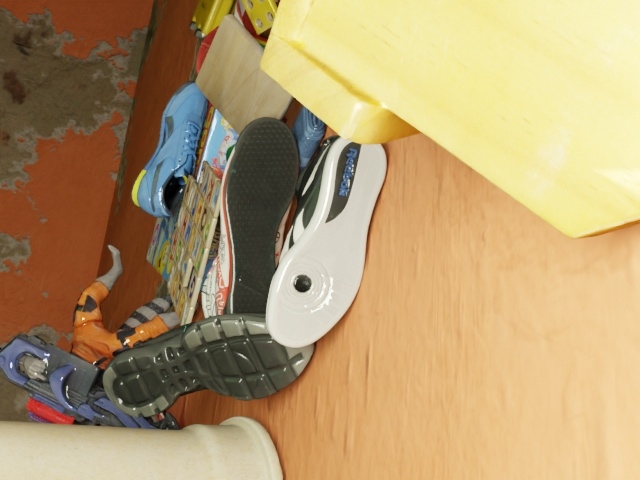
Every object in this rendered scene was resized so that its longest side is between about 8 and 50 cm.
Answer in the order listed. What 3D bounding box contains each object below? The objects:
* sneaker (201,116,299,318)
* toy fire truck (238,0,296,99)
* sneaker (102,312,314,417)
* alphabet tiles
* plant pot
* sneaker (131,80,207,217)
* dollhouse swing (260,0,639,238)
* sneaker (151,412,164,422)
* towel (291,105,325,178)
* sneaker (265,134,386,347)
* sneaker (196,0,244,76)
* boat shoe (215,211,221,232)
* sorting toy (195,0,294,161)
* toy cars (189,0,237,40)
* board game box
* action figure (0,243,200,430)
[{"bbox_3d":[-0.093,-0.008,1.279,0.145,0.090,0.270,165,109,-70],"label":"sneaker"},{"bbox_3d":[-0.038,-0.318,1.319,0.302,0.169,0.253,152,109,-65],"label":"toy fire truck"},{"bbox_3d":[-0.117,0.117,1.150,0.267,0.101,0.106,-13,16,30],"label":"sneaker"},{"bbox_3d":[-0.173,-0.006,1.411,0.237,0.009,0.198,-131,54,-68],"label":"alphabet tiles"},{"bbox_3d":[-0.245,0.321,1.088,0.334,0.305,0.333,-46,36,49],"label":"plant pot"},{"bbox_3d":[-0.202,-0.131,1.544,0.082,0.069,0.209,18,84,41],"label":"sneaker"},{"bbox_3d":[0.175,-0.207,0.676,0.315,0.305,0.346,-21,-42,-57],"label":"dollhouse swing"},{"bbox_3d":[-0.286,0.294,1.705,0.136,0.116,0.313,-36,45,45],"label":"sneaker"},{"bbox_3d":[-0.024,-0.113,1.288,0.067,0.029,0.119,-92,24,-43],"label":"towel"},{"bbox_3d":[0.000,0.000,1.050,0.216,0.079,0.121,-68,13,-4],"label":"sneaker"},{"bbox_3d":[-0.138,-0.306,1.722,0.221,0.087,0.128,-58,-5,-31],"label":"sneaker"},{"bbox_3d":[-0.108,-0.057,1.422,0.079,0.084,0.233,-66,16,-12],"label":"boat shoe"},{"bbox_3d":[-0.080,-0.203,1.312,0.046,0.132,0.274,-32,-14,-37],"label":"sorting toy"},{"bbox_3d":[-0.138,-0.455,1.866,0.394,0.087,0.176,-39,37,57],"label":"toy cars"},{"bbox_3d":[-0.182,-0.086,1.678,0.302,0.086,0.308,-161,86,-74],"label":"board game box"},{"bbox_3d":[-0.315,0.213,1.645,0.330,0.341,0.178,-55,-15,-11],"label":"action figure"}]
